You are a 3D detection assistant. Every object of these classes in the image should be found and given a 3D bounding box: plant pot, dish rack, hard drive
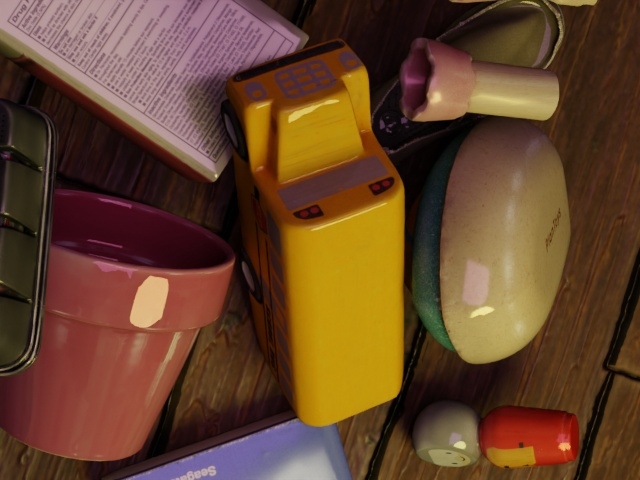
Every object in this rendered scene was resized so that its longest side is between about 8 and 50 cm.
[{"bbox_3d":[-0.186,0.072,1.343,0.201,0.201,0.180,11,106,-16],"label":"plant pot"},{"bbox_3d":[-0.341,-0.009,1.223,0.271,0.074,0.208,0,75,11],"label":"dish rack"},{"bbox_3d":[-0.047,0.327,1.461,0.210,0.040,0.318,-18,98,-14],"label":"hard drive"}]

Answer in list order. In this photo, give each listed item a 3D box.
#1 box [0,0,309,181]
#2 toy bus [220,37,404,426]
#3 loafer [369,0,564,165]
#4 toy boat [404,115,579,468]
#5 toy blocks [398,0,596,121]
[{"bbox_3d":[-0.153,-0.171,1.362,0.232,0.127,0.148,35,84,-14],"label":"box"},{"bbox_3d":[0.000,0.000,1.336,0.108,0.130,0.332,-19,141,-14],"label":"toy bus"},{"bbox_3d":[0.124,-0.138,1.461,0.251,0.087,0.094,-37,102,-11],"label":"loafer"},{"bbox_3d":[0.135,0.060,1.426,0.148,0.267,0.318,-1,111,20],"label":"toy boat"},{"bbox_3d":[0.071,-0.291,1.288,0.260,0.288,0.309,5,128,-21],"label":"toy blocks"}]
